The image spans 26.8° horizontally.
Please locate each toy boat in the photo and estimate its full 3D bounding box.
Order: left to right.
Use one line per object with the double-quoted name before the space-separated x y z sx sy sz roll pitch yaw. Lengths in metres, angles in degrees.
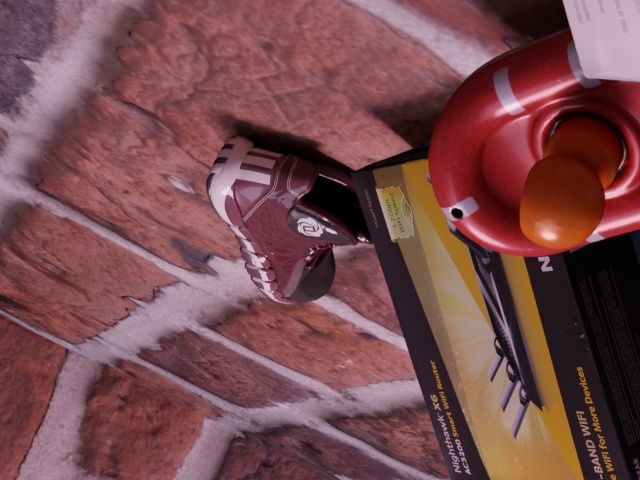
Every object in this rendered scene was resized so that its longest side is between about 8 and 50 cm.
"toy boat" 0.170 -0.051 0.893 0.231 0.151 0.151 -19 114 42

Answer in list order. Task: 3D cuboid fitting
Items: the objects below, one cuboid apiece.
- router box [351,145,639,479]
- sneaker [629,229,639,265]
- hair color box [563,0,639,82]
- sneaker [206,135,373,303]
"router box" 0.166 0.062 1.139 0.243 0.081 0.308 -8 103 58
"sneaker" 0.318 0.070 1.210 0.127 0.208 0.319 23 127 24
"hair color box" 0.272 -0.154 0.587 0.347 0.105 0.174 11 142 37
"sneaker" 0.000 0.000 1.425 0.163 0.106 0.281 11 157 27
